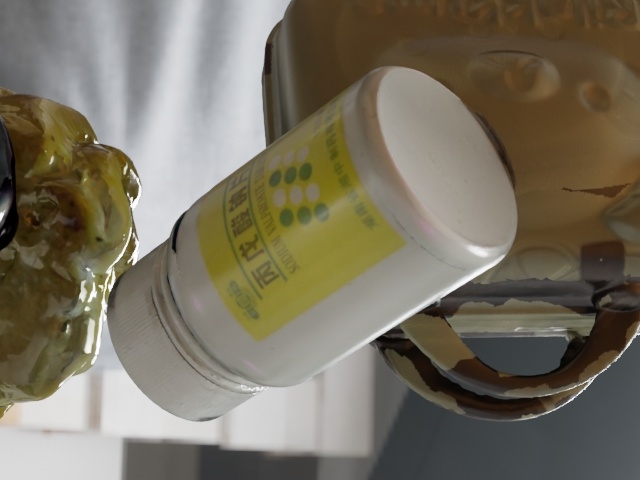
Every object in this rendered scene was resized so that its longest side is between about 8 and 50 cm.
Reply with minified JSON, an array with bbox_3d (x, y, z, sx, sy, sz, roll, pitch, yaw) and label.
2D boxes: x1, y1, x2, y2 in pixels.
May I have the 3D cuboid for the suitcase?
[{"bbox_3d":[0.134,-0.036,1.207,0.351,0.339,0.194,0,155,-9],"label":"suitcase"}]

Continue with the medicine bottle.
[{"bbox_3d":[-0.011,0.010,1.023,0.258,0.143,0.143,-35,149,33],"label":"medicine bottle"}]

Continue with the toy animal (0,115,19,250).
[{"bbox_3d":[-0.331,-0.055,1.240,0.165,0.187,0.235,27,178,3],"label":"toy animal"}]

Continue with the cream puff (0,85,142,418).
[{"bbox_3d":[-0.321,0.017,1.525,0.291,0.325,0.257,16,-179,6],"label":"cream puff"}]
